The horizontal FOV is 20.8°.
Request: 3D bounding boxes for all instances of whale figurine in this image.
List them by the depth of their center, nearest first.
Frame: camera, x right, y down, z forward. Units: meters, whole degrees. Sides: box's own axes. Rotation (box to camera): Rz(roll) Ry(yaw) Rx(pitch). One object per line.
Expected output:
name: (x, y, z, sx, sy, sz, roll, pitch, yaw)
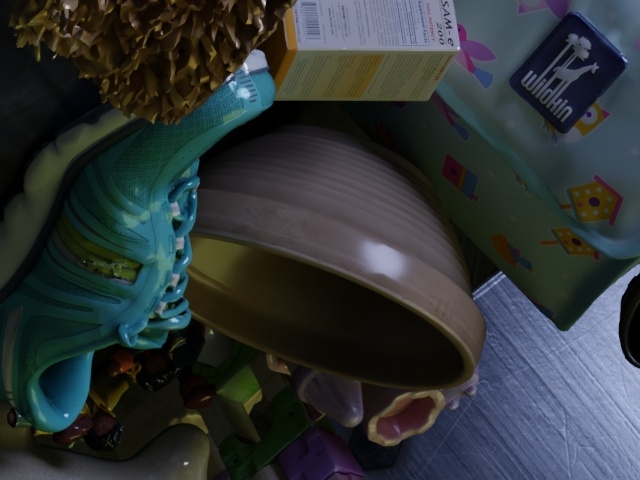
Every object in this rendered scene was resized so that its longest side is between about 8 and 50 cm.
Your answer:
whale figurine: (-0.206, 0.200, 1.203, 0.272, 0.216, 0.141, -14, -169, -22)

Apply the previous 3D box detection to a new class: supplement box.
supplement box: (0.020, -0.105, 0.958, 0.098, 0.036, 0.062, -1, 158, -16)

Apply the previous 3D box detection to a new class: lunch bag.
lunch bag: (0.150, -0.093, 1.057, 0.160, 0.223, 0.262, -41, 173, -22)

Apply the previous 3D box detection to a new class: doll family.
doll family: (-0.139, 0.082, 1.151, 0.193, 0.111, 0.076, -31, 168, -37)

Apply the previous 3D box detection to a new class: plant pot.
plant pot: (0.000, 0.000, 1.109, 0.237, 0.237, 0.110, 111, -2, -72)

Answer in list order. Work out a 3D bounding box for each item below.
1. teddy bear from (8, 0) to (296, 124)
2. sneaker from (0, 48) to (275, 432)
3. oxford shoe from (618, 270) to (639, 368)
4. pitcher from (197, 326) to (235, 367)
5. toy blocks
teddy bear: (0.026, -0.186, 0.523, 0.338, 0.113, 0.245, -40, -170, 36)
sneaker: (-0.101, 0.000, 0.917, 0.107, 0.110, 0.275, -26, 164, -51)
oxford shoe: (0.272, 0.003, 1.095, 0.227, 0.083, 0.096, -54, 176, 24)
pitcher: (-0.030, 0.090, 1.609, 0.207, 0.126, 0.177, -15, 167, -42)
toy blocks: (-0.014, 0.182, 1.362, 0.288, 0.260, 0.309, -42, 146, 16)
